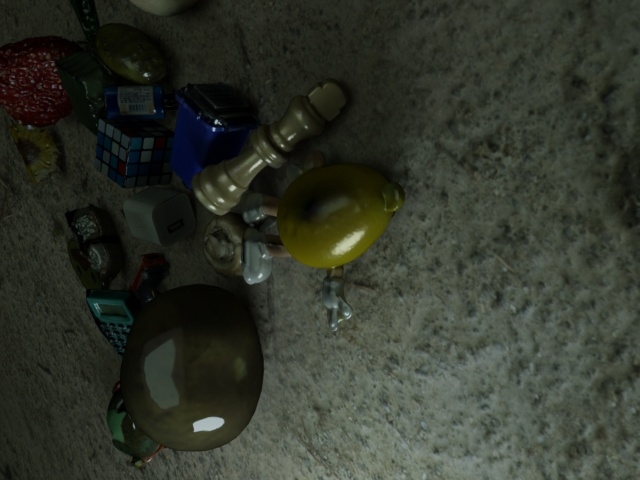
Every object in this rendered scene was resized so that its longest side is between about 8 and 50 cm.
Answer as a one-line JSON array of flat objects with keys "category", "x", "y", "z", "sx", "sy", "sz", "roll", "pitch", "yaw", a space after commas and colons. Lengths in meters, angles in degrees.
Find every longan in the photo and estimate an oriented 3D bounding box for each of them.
[{"category": "longan", "x": -0.304, "y": 0.306, "z": 1.369, "sx": 0.404, "sy": 0.336, "sz": 0.405, "roll": -4, "pitch": 84, "yaw": 44}]

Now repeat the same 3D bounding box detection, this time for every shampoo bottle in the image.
[{"category": "shampoo bottle", "x": -0.474, "y": -0.366, "z": 1.495, "sx": 0.050, "sy": 0.183, "sz": 0.087, "roll": -115, "pitch": 23, "yaw": -68}]

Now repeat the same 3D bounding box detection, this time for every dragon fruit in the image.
[{"category": "dragon fruit", "x": -0.570, "y": 0.562, "z": 1.772, "sx": 0.295, "sy": 0.130, "sz": 0.268, "roll": -23, "pitch": 88, "yaw": 39}]

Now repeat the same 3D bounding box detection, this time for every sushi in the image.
[{"category": "sushi", "x": -0.689, "y": 0.009, "z": 1.777, "sx": 0.109, "sy": 0.134, "sz": 0.273, "roll": -34, "pitch": 63, "yaw": 6}]

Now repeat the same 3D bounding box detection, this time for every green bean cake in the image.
[{"category": "green bean cake", "x": -0.631, "y": -0.407, "z": 1.589, "sx": 0.222, "sy": 0.125, "sz": 0.227, "roll": 38, "pitch": 155, "yaw": 33}]

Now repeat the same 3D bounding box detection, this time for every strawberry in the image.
[{"category": "strawberry", "x": -0.840, "y": -0.509, "z": 1.737, "sx": 0.343, "sy": 0.292, "sz": 0.292, "roll": -24, "pitch": 82, "yaw": 15}]

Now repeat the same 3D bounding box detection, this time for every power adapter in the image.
[{"category": "power adapter", "x": -0.463, "y": -0.074, "z": 1.552, "sx": 0.204, "sy": 0.130, "sz": 0.125, "roll": 15, "pitch": 128, "yaw": 38}]

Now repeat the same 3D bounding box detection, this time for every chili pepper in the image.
[{"category": "chili pepper", "x": -0.721, "y": -0.696, "z": 1.711, "sx": 0.088, "sy": 0.059, "sz": 0.227, "roll": -12, "pitch": 95, "yaw": 44}]

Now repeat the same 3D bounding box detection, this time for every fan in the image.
[{"category": "fan", "x": -0.804, "y": 0.052, "z": 1.892, "sx": 0.229, "sy": 0.011, "sz": 0.335, "roll": 11, "pitch": 117, "yaw": 45}]

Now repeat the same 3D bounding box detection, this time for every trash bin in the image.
[{"category": "trash bin", "x": -0.263, "y": -0.242, "z": 1.358, "sx": 0.184, "sy": 0.162, "sz": 0.234, "roll": 45, "pitch": 128, "yaw": 24}]

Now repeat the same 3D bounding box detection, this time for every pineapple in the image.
[{"category": "pineapple", "x": -0.954, "y": -0.311, "z": 1.922, "sx": 0.079, "sy": 0.135, "sz": 0.233, "roll": -12, "pitch": 102, "yaw": 53}]

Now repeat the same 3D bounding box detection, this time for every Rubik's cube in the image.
[{"category": "Rubik's cube", "x": -0.509, "y": -0.245, "z": 1.551, "sx": 0.155, "sy": 0.154, "sz": 0.151, "roll": 33, "pitch": 118, "yaw": 31}]

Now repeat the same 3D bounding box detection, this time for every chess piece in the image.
[{"category": "chess piece", "x": -0.106, "y": -0.208, "z": 1.225, "sx": 0.397, "sy": 0.117, "sz": 0.117, "roll": -35, "pitch": 76, "yaw": 22}]

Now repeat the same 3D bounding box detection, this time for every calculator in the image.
[{"category": "calculator", "x": -0.599, "y": 0.272, "z": 1.727, "sx": 0.248, "sy": 0.058, "sz": 0.274, "roll": -2, "pitch": 117, "yaw": 41}]

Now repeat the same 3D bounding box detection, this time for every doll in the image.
[{"category": "doll", "x": -0.025, "y": -0.019, "z": 1.199, "sx": 0.423, "sy": 0.161, "sz": 0.348, "roll": 27, "pitch": 111, "yaw": 38}]

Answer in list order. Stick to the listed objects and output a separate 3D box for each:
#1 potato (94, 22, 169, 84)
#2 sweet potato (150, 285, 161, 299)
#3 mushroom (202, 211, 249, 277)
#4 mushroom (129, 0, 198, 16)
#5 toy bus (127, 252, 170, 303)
[{"category": "potato", "x": -0.507, "y": -0.501, "z": 1.510, "sx": 0.251, "sy": 0.149, "sz": 0.113, "roll": 34, "pitch": 139, "yaw": 25}, {"category": "sweet potato", "x": -0.463, "y": 0.203, "z": 1.670, "sx": 0.041, "sy": 0.038, "sz": 0.153, "roll": -6, "pitch": 107, "yaw": 41}, {"category": "mushroom", "x": -0.224, "y": 0.013, "z": 1.387, "sx": 0.166, "sy": 0.127, "sz": 0.166, "roll": 14, "pitch": 110, "yaw": 43}, {"category": "mushroom", "x": -0.384, "y": -0.683, "z": 1.355, "sx": 0.260, "sy": 0.254, "sz": 0.234, "roll": 3, "pitch": 57, "yaw": 58}, {"category": "toy bus", "x": -0.521, "y": 0.112, "z": 1.679, "sx": 0.077, "sy": 0.079, "sz": 0.174, "roll": 54, "pitch": 128, "yaw": 23}]
